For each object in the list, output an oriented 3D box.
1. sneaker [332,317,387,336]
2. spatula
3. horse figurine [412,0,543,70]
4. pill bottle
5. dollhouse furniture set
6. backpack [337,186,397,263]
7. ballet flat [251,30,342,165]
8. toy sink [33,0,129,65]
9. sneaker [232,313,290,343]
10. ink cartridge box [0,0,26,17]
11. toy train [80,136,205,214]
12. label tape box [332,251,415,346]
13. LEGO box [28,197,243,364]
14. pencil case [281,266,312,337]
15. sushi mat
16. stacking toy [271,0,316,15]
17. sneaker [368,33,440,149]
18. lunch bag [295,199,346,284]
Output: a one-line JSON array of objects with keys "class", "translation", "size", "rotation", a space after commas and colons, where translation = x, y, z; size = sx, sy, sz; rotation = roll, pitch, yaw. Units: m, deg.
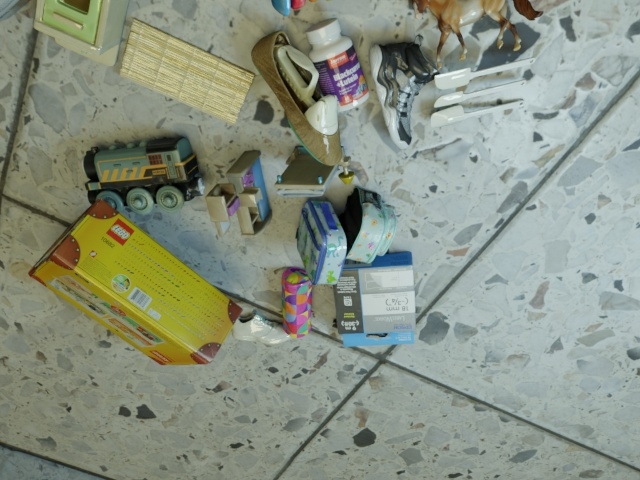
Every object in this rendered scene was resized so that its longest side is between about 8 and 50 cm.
[{"class": "sneaker", "translation": [0.131, 0.292, 1.720], "size": [0.170, 0.051, 0.089], "rotation": [30, 121, -10]}, {"class": "spatula", "translation": [0.386, -0.355, 1.245], "size": [0.242, 0.019, 0.168], "rotation": [-14, 140, -2]}, {"class": "horse figurine", "translation": [0.342, -0.490, 1.143], "size": [0.263, 0.066, 0.174], "rotation": [-11, 84, 15]}, {"class": "pill bottle", "translation": [0.036, -0.412, 1.216], "size": [0.108, 0.108, 0.193], "rotation": [-17, 121, 15]}, {"class": "dollhouse furniture set", "translation": [-0.080, -0.094, 1.331], "size": [0.303, 0.286, 0.198], "rotation": [2, 125, 17]}, {"class": "backpack", "translation": [0.125, -0.029, 1.419], "size": [0.144, 0.188, 0.166], "rotation": [21, 122, -10]}, {"class": "ballet flat", "translation": [-0.034, -0.340, 1.209], "size": [0.124, 0.116, 0.342], "rotation": [-29, 92, 50]}, {"class": "toy sink", "translation": [-0.542, -0.515, 1.175], "size": [0.153, 0.131, 0.234], "rotation": [23, 123, -10]}, {"class": "sneaker", "translation": [-0.196, 0.287, 1.728], "size": [0.212, 0.080, 0.094], "rotation": [1, 112, 5]}, {"class": "ink cartridge box", "translation": [-0.718, -0.539, 1.107], "size": [0.172, 0.237, 0.100], "rotation": [-26, 118, 19]}, {"class": "toy train", "translation": [-0.484, -0.175, 1.406], "size": [0.334, 0.142, 0.190], "rotation": [-4, 111, 9]}, {"class": "label tape box", "translation": [0.171, 0.211, 1.592], "size": [0.241, 0.106, 0.333], "rotation": [-4, 112, 7]}, {"class": "LEGO box", "translation": [-0.534, 0.149, 1.494], "size": [0.500, 0.193, 0.372], "rotation": [43, 147, -22]}, {"class": "pencil case", "translation": [-0.074, 0.199, 1.645], "size": [0.104, 0.104, 0.236], "rotation": [4, 126, 2]}, {"class": "sushi mat", "translation": [-0.337, -0.415, 1.295], "size": [0.317, 0.019, 0.151], "rotation": [22, 123, -11]}, {"class": "stacking toy", "translation": [0.044, -0.580, 1.094], "size": [0.302, 0.175, 0.165], "rotation": [-4, 127, -7]}, {"class": "sneaker", "translation": [0.217, -0.354, 1.246], "size": [0.153, 0.101, 0.268], "rotation": [-15, 122, 13]}, {"class": "lunch bag", "translation": [0.000, 0.000, 1.429], "size": [0.090, 0.219, 0.176], "rotation": [1, 128, -19]}]
